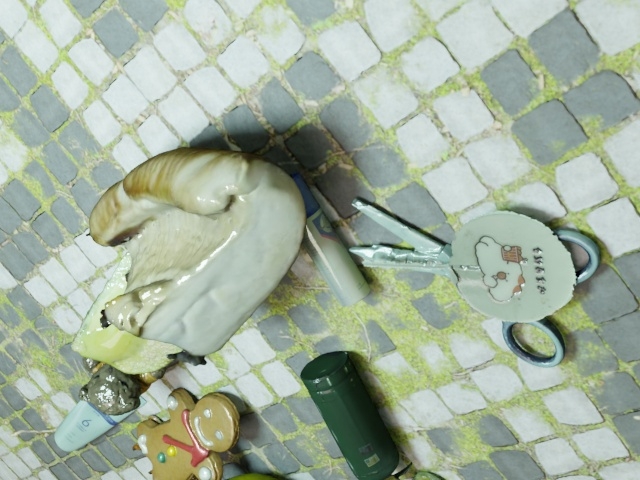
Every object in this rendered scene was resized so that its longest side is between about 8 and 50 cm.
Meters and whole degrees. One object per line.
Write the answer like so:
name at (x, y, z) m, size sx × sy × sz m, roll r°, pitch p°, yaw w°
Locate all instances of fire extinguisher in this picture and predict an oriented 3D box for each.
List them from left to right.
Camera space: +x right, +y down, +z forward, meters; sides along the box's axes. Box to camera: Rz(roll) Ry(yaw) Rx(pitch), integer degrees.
fire extinguisher at (0.077, 0.346, 1.590) m, size 0.114 × 0.095 × 0.311 m, roll -23°, pitch 110°, yaw 5°

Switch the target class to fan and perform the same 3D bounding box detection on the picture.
fan at (0.215, 0.039, 1.303) m, size 0.329 × 0.009 × 0.190 m, roll 0°, pitch 119°, yaw 26°

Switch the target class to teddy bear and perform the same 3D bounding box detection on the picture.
teddy bear at (-0.397, 0.267, 1.749) m, size 0.177 × 0.190 × 0.140 m, roll 9°, pitch 128°, yaw 14°

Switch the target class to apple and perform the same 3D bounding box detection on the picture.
apple at (-0.328, 0.140, 1.654) m, size 0.193 × 0.120 × 0.265 m, roll 33°, pitch 113°, yaw -4°

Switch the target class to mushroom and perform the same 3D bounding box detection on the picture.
mushroom at (-0.188, -0.040, 1.401) m, size 0.224 × 0.313 × 0.397 m, roll 15°, pitch 132°, yaw -38°

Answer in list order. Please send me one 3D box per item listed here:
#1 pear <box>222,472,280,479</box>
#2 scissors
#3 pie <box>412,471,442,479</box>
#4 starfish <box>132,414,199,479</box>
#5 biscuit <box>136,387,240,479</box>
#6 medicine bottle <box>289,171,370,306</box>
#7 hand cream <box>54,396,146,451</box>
pear at (-0.129, 0.624, 1.799) m, size 0.321 × 0.269 × 0.269 m, roll 12°, pitch 127°, yaw 24°
scissors at (0.215, 0.037, 1.330) m, size 0.383 × 0.029 × 0.256 m, roll 23°, pitch 130°, yaw 16°
pie at (0.211, 0.471, 1.645) m, size 0.084 × 0.021 × 0.084 m, roll 17°, pitch 127°, yaw 24°
starfish at (-0.338, 0.498, 1.979) m, size 0.227 × 0.043 × 0.240 m, roll -11°, pitch 110°, yaw 34°
biscuit at (-0.284, 0.421, 1.830) m, size 0.340 × 0.047 × 0.216 m, roll -33°, pitch 78°, yaw 40°
medicine bottle at (0.000, 0.000, 1.410) m, size 0.059 × 0.059 × 0.231 m, roll -18°, pitch 111°, yaw 38°
hand cream at (-0.521, 0.402, 2.023) m, size 0.109 × 0.067 × 0.321 m, roll 47°, pitch 125°, yaw -5°
